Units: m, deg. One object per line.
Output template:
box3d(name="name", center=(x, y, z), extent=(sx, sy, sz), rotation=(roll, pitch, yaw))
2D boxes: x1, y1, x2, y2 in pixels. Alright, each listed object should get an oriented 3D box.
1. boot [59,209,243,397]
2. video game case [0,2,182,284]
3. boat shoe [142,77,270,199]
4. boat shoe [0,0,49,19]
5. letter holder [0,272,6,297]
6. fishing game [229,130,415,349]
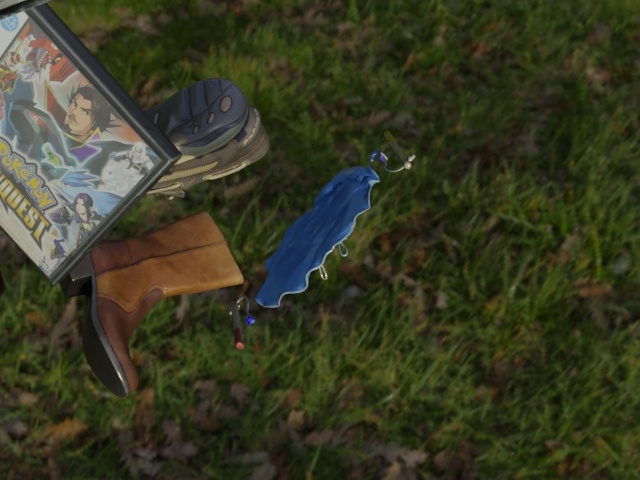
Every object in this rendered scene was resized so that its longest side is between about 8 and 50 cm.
box3d(name="boot", center=(-0.255, 0.097, 1.831), extent=(0.280, 0.096, 0.264), rotation=(-14, 64, -31))
box3d(name="video game case", center=(-0.338, -0.123, 1.377), extent=(0.275, 0.248, 0.035), rotation=(48, 26, 0))
box3d(name="boat shoe", center=(-0.224, -0.106, 1.553), extent=(0.130, 0.355, 0.132), rotation=(43, 48, -41))
box3d(name="boat shoe", center=(-0.293, -0.168, 0.839), extent=(0.102, 0.108, 0.301), rotation=(62, 32, -16))
box3d(name="letter holder", center=(-0.472, -0.001, 1.286), extent=(0.152, 0.302, 0.214), rotation=(-17, 98, -8))
box3d(name="fishing game", center=(0.000, 0.000, 1.184), extent=(0.041, 0.264, 0.189), rotation=(40, 6, -16))
